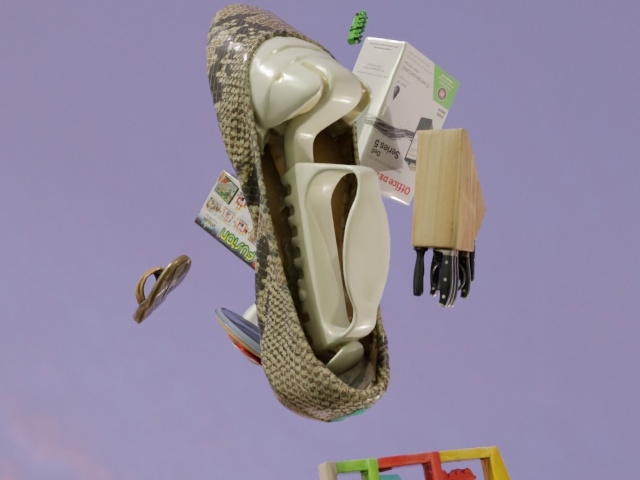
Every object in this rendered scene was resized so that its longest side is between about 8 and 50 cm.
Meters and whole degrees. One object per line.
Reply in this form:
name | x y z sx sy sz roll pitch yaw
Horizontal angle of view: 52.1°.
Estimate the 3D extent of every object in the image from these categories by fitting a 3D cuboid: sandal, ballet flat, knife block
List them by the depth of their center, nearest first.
ballet flat | -0.004 -0.060 0.676 0.182 0.164 0.483 -28 -111 58
sandal | -0.259 0.072 1.015 0.049 0.072 0.180 46 -45 0
knife block | 0.216 -0.028 1.172 0.088 0.242 0.276 2 -47 31

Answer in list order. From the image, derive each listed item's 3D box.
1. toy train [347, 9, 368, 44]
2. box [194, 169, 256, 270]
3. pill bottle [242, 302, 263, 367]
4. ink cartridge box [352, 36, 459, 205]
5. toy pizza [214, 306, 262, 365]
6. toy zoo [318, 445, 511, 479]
toy train | 0.060 -0.346 1.063 0.023 0.083 0.017 -5 -41 23
box | -0.128 -0.032 1.150 0.207 0.036 0.114 35 -81 36
pill bottle | -0.051 0.186 1.194 0.121 0.121 0.216 -9 -22 20
ink cartridge box | 0.133 -0.227 1.288 0.115 0.198 0.273 25 -85 43
toy pizza | -0.075 0.164 0.941 0.201 0.201 0.032 36 -93 -6
toy zoo | 0.149 0.362 0.811 0.293 0.192 0.030 1 -26 -21
